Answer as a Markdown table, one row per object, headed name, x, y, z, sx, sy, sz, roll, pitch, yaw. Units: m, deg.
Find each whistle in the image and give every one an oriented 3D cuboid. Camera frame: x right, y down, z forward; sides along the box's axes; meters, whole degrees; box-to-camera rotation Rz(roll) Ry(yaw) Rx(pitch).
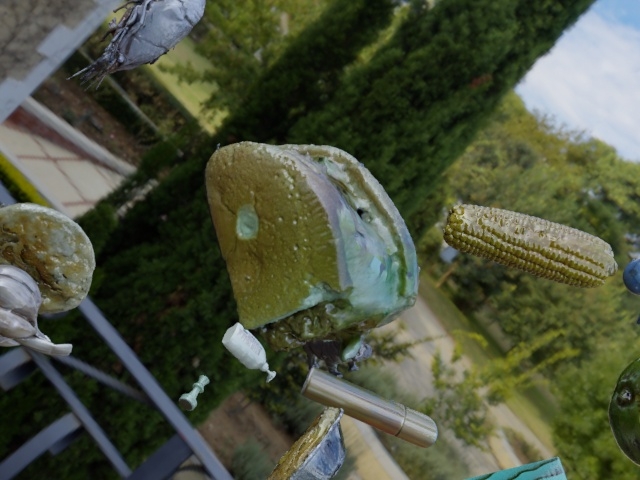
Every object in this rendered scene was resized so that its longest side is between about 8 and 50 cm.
| name | x | y | z | sx | sy | sz | roll | pitch | yaw |
| --- | --- | --- | --- | --- | --- | --- | --- | --- | --- |
| whistle | 0.685 | 0.096 | 1.649 | 0.090 | 0.158 | 0.090 | 24 | -17 | 8 |

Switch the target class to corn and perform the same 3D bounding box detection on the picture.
| name | x | y | z | sx | sy | sz | roll | pitch | yaw |
| --- | --- | --- | --- | --- | --- | --- | --- | --- | --- |
| corn | 0.421 | 0.010 | 1.545 | 0.363 | 0.121 | 0.120 | 15 | 14 | -5 |

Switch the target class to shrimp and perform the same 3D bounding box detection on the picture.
| name | x | y | z | sx | sy | sz | roll | pitch | yaw |
| --- | --- | --- | --- | --- | --- | --- | --- | --- | --- |
| shrimp | -0.388 | -0.434 | 1.614 | 0.145 | 0.343 | 0.116 | 50 | -2 | 0 |

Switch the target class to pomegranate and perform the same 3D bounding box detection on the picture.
| name | x | y | z | sx | sy | sz | roll | pitch | yaw |
| --- | --- | --- | --- | --- | --- | --- | --- | --- | --- |
| pomegranate | 0.676 | 0.320 | 1.382 | 0.301 | 0.236 | 0.236 | 13 | 6 | 6 |

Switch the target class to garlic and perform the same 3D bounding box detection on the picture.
| name | x | y | z | sx | sy | sz | roll | pitch | yaw |
| --- | --- | --- | --- | --- | --- | --- | --- | --- | --- |
| garlic | -0.474 | 0.118 | 1.210 | 0.194 | 0.127 | 0.131 | 32 | -19 | -5 |

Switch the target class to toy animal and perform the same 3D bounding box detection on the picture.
| name | x | y | z | sx | sy | sz | roll | pitch | yaw |
| --- | --- | --- | --- | --- | --- | --- | --- | --- | --- |
| toy animal | 0.054 | 0.288 | 2.115 | 0.343 | 0.106 | 0.168 | -29 | -100 | 64 |

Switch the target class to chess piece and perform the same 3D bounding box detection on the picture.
| name | x | y | z | sx | sy | sz | roll | pitch | yaw |
| --- | --- | --- | --- | --- | --- | --- | --- | --- | --- |
| chess piece | -0.287 | 0.348 | 1.787 | 0.042 | 0.042 | 0.093 | 46 | 41 | -9 |

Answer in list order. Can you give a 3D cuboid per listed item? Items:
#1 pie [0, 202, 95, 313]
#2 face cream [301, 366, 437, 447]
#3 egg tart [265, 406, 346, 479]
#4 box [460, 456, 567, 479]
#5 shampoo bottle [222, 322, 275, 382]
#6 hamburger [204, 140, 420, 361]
| name | x | y | z | sx | sy | sz | roll | pitch | yaw |
| --- | --- | --- | --- | --- | --- | --- | --- | --- | --- |
| pie | -0.719 | 0.045 | 1.898 | 0.339 | 0.339 | 0.077 | 45 | 24 | -18 |
| face cream | 0.101 | 0.347 | 1.603 | 0.285 | 0.067 | 0.139 | 23 | -6 | 1 |
| egg tart | -0.021 | 0.413 | 1.423 | 0.094 | 0.234 | 0.234 | 38 | 7 | 8 |
| box | 0.253 | 0.386 | 0.972 | 0.226 | 0.160 | 0.042 | -88 | 159 | -59 |
| shampoo bottle | -0.155 | 0.259 | 1.758 | 0.152 | 0.045 | 0.077 | 46 | 26 | -17 |
| hamburger | 0.000 | 0.000 | 0.895 | 0.167 | 0.192 | 0.288 | -7 | 80 | -61 |
